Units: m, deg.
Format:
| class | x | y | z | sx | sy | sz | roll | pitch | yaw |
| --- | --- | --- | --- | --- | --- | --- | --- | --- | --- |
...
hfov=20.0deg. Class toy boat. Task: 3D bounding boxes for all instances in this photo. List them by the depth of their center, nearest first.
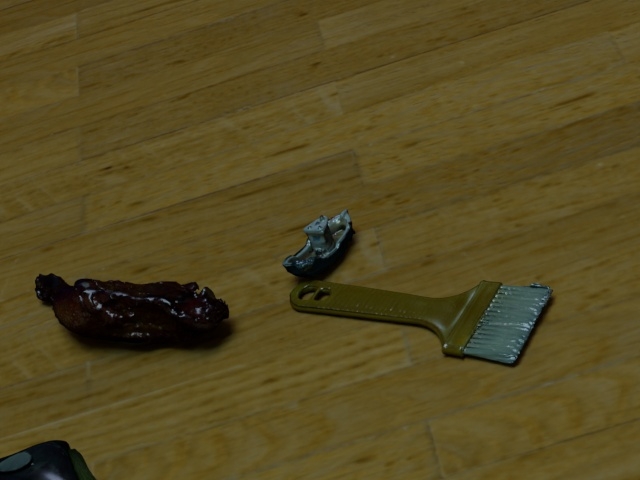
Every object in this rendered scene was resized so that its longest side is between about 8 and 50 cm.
| class | x | y | z | sx | sy | sz | roll | pitch | yaw |
| --- | --- | --- | --- | --- | --- | --- | --- | --- | --- |
| toy boat | 0.000 | 0.000 | 1.463 | 0.038 | 0.038 | 0.083 | 10 | 38 | 35 |

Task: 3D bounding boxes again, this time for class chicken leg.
| class | x | y | z | sx | sy | sz | roll | pitch | yaw |
| --- | --- | --- | --- | --- | --- | --- | --- | --- | --- |
| chicken leg | -0.162 | 0.052 | 1.466 | 0.205 | 0.053 | 0.093 | 9 | 20 | 24 |

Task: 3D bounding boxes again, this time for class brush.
| class | x | y | z | sx | sy | sz | roll | pitch | yaw |
| --- | --- | --- | --- | --- | --- | --- | --- | --- | --- |
| brush | 0.067 | 0.053 | 1.385 | 0.218 | 0.010 | 0.082 | 5 | 42 | 33 |

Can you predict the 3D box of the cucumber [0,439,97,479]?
| class | x | y | z | sx | sy | sz | roll | pitch | yaw |
| --- | --- | --- | --- | --- | --- | --- | --- | --- | --- |
| cucumber | -0.224 | 0.190 | 1.283 | 0.193 | 0.085 | 0.115 | -13 | 36 | 20 |
